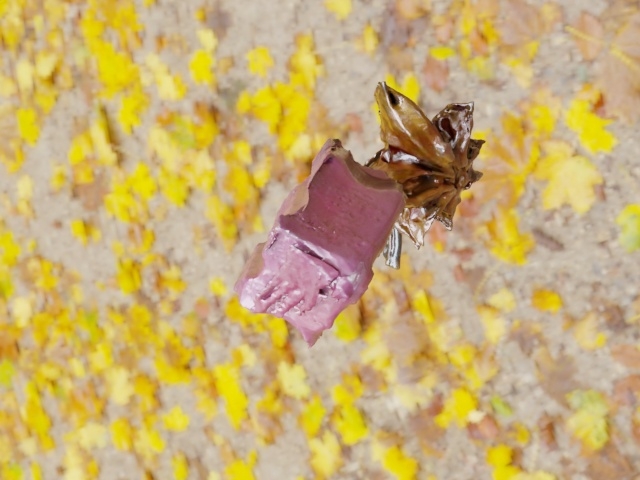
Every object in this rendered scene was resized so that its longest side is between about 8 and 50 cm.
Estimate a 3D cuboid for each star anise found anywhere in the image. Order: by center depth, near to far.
[{"bbox_3d":[0.119,-0.075,1.678,0.148,0.237,0.346,43,153,26],"label":"star anise"}]

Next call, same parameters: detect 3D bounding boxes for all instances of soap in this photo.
[{"bbox_3d":[0.000,0.000,1.240,0.112,0.289,0.182,30,98,-2],"label":"soap"}]
